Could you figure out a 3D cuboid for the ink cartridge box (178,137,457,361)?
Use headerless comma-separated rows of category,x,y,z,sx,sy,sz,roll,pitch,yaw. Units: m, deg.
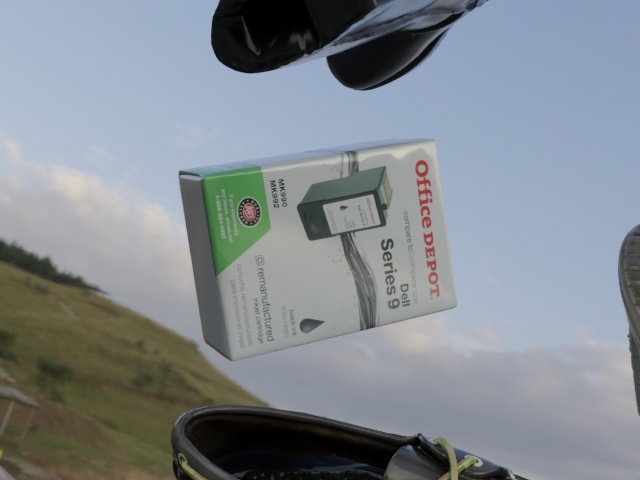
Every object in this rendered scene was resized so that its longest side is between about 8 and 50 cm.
ink cartridge box,0.000,0.000,1.091,0.289,0.211,0.121,-12,9,-21

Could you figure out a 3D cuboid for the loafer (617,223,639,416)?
loafer,0.212,0.083,0.483,0.102,0.268,0.092,-2,-53,9

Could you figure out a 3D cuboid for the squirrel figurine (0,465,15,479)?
squirrel figurine,-0.203,0.260,0.618,0.371,0.281,0.397,2,-33,-5

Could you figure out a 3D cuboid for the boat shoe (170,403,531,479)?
boat shoe,0.032,0.119,0.398,0.228,0.081,0.068,3,-60,27

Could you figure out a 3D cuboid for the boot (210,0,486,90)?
boot,0.034,-0.259,1.110,0.367,0.445,0.146,-36,-90,40
